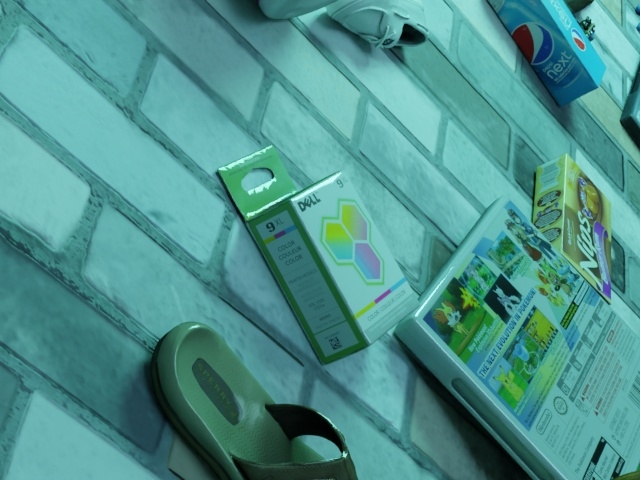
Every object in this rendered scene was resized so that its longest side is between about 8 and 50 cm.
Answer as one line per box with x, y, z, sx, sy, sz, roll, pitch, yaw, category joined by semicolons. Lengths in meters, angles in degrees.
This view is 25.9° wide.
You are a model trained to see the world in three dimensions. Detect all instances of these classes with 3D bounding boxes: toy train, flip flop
0.384;-0.295;2.076;0.036;0.027;0.158;58;34;-13;toy train
-0.026;0.171;1.139;0.277;0.080;0.112;52;35;-16;flip flop

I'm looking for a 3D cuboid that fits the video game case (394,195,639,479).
0.246;0.126;1.530;0.300;0.036;0.329;47;35;-2;video game case

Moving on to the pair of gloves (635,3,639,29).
0.605;-0.327;2.404;0.198;0.023;0.159;59;33;-7;pair of gloves

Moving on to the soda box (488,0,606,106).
0.311;-0.296;1.939;0.210;0.067;0.071;53;35;-14;soda box

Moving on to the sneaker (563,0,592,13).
0.421;-0.400;2.158;0.066;0.071;0.188;55;34;-11;sneaker

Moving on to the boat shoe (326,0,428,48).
0.070;-0.249;1.591;0.184;0.066;0.063;-3;68;-65;boat shoe

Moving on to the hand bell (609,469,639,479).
0.223;0.250;1.274;0.126;0.242;0.126;33;43;-37;hand bell

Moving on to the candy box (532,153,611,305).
0.317;-0.008;1.759;0.109;0.053;0.186;43;37;-27;candy box

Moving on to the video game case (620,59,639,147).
0.565;-0.195;2.239;0.196;0.026;0.274;50;38;-18;video game case

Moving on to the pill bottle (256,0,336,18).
-0.045;-0.386;1.433;0.160;0.160;0.283;-22;86;-57;pill bottle

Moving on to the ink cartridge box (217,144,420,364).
0.000;0.000;1.311;0.209;0.062;0.109;61;34;-2;ink cartridge box

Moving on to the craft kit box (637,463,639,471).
0.389;0.338;1.614;0.247;0.061;0.249;13;57;-53;craft kit box
